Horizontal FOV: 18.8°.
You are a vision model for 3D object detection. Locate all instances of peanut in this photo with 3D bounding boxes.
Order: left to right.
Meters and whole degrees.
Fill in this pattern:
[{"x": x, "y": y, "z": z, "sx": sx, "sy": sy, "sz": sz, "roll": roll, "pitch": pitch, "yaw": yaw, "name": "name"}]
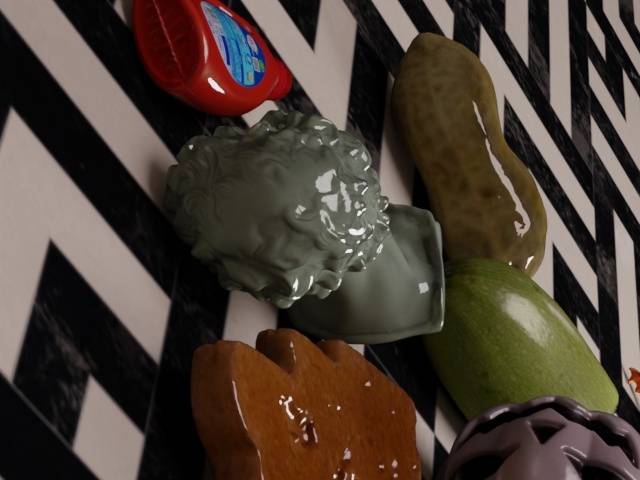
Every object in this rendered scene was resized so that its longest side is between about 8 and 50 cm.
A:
[{"x": 0.123, "y": -0.067, "z": 1.625, "sx": 0.229, "sy": 0.098, "sz": 0.103, "roll": 70, "pitch": -19, "yaw": -2, "name": "peanut"}]

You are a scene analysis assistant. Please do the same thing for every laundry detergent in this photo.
[{"x": -0.068, "y": -0.126, "z": 1.308, "sx": 0.165, "sy": 0.049, "sz": 0.097, "roll": 12, "pitch": 56, "yaw": -67, "name": "laundry detergent"}]

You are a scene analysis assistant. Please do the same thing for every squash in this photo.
[{"x": 0.141, "y": 0.085, "z": 1.520, "sx": 0.187, "sy": 0.123, "sz": 0.123, "roll": 51, "pitch": 28, "yaw": -28, "name": "squash"}]

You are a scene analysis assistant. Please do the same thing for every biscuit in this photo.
[{"x": 0.006, "y": 0.167, "z": 1.221, "sx": 0.284, "sy": 0.043, "sz": 0.306, "roll": 69, "pitch": 22, "yaw": -10, "name": "biscuit"}]

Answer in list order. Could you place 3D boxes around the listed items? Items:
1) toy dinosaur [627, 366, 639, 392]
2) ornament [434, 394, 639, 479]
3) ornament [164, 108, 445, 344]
[{"x": 0.389, "y": 0.265, "z": 1.985, "sx": 0.288, "sy": 0.070, "sz": 0.117, "roll": 60, "pitch": 24, "yaw": -10, "name": "toy dinosaur"}, {"x": 0.162, "y": 0.206, "z": 1.383, "sx": 0.177, "sy": 0.177, "sz": 0.177, "roll": 48, "pitch": 31, "yaw": -41, "name": "ornament"}, {"x": 0.014, "y": 0.005, "z": 1.275, "sx": 0.285, "sy": 0.130, "sz": 0.120, "roll": 30, "pitch": 57, "yaw": -57, "name": "ornament"}]
